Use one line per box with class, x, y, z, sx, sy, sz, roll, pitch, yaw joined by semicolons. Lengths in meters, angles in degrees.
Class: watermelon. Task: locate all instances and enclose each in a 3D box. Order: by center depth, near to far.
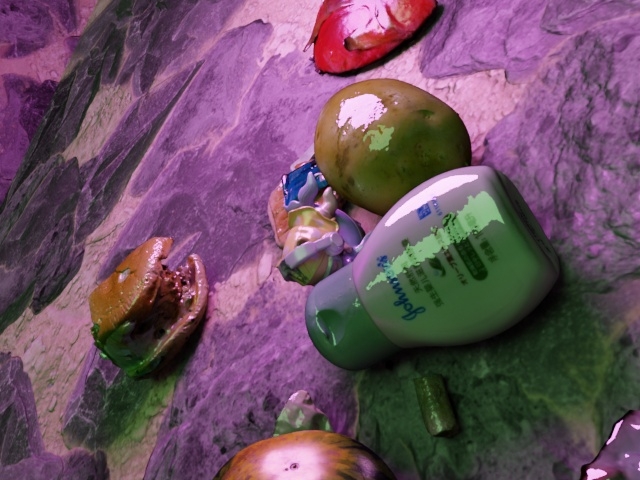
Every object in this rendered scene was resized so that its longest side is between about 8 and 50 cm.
watermelon;-0.018;0.357;0.761;0.269;0.269;0.269;-24;50;32

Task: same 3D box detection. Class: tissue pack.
tissue pack;-0.019;-0.118;1.183;0.138;0.028;0.085;-29;46;30

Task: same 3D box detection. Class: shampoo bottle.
shampoo bottle;0.130;0.058;0.881;0.349;0.151;0.222;-33;77;26

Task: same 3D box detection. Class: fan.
fan;0.010;-0.206;1.289;0.193;0.016;0.038;-48;44;11

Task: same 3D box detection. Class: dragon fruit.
dragon fruit;0.070;-0.471;1.349;0.282;0.100;0.343;-49;40;15

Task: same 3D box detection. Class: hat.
hat;-0.039;0.311;0.913;0.166;0.122;0.081;-45;28;-21

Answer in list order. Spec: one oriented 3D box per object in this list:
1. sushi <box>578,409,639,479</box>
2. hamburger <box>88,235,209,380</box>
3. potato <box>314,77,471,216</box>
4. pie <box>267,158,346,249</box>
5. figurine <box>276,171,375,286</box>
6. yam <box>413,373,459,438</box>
sushi;0.359;0.279;0.453;0.328;0.285;0.328;5;47;40
hamburger;-0.345;0.150;1.280;0.288;0.168;0.192;-43;41;14
potato;0.103;-0.152;1.019;0.216;0.216;0.304;-48;44;10
pie;-0.026;-0.070;1.212;0.195;0.046;0.195;-25;50;33
figurine;0.000;0.000;1.041;0.128;0.184;0.208;-49;64;40
yam;0.152;0.216;0.851;0.043;0.043;0.094;-32;47;25
